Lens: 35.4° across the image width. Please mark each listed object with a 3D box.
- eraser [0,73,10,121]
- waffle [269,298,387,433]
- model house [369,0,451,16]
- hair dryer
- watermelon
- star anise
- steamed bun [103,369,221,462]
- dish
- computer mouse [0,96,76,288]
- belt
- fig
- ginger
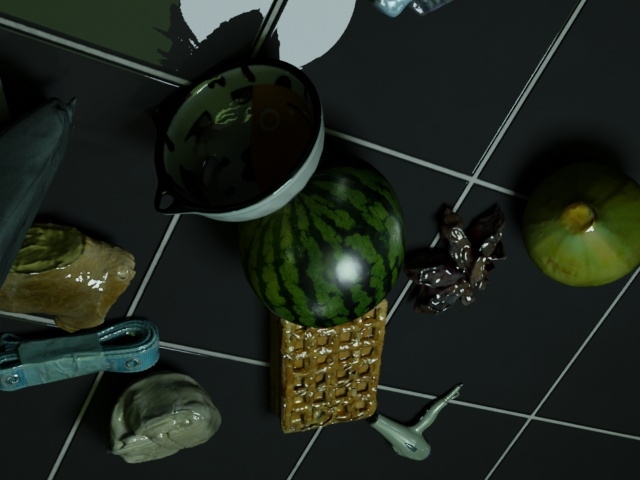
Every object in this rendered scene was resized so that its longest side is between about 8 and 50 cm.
[{"bbox_3d":[-0.521,-0.321,1.363,0.111,0.077,0.352,-15,127,-14],"label":"eraser"},{"bbox_3d":[0.012,0.225,1.935,0.213,0.091,0.308,-8,126,-16],"label":"waffle"},{"bbox_3d":[0.132,-0.491,1.353,0.360,0.297,0.339,33,111,-36],"label":"model house"},{"bbox_3d":[0.198,0.369,2.139,0.167,0.067,0.199,21,104,-25],"label":"hair dryer"},{"bbox_3d":[0.000,0.000,1.654,0.285,0.285,0.285,-10,126,-14],"label":"watermelon"},{"bbox_3d":[0.262,0.042,1.896,0.214,0.099,0.220,-17,128,-21],"label":"star anise"},{"bbox_3d":[-0.300,0.315,1.856,0.211,0.144,0.218,-19,159,3],"label":"steamed bun"},{"bbox_3d":[-0.112,-0.136,1.544,0.303,0.303,0.120,-33,146,4],"label":"dish"},{"bbox_3d":[-0.464,-0.061,1.440,0.122,0.188,0.371,28,77,-10],"label":"computer mouse"},{"bbox_3d":[-0.433,0.199,1.759,0.302,0.087,0.072,-6,138,-16],"label":"belt"},{"bbox_3d":[0.486,-0.033,1.824,0.239,0.239,0.271,-36,169,7],"label":"fig"},{"bbox_3d":[-0.441,0.070,1.638,0.276,0.130,0.221,-7,143,-4],"label":"ginger"}]
